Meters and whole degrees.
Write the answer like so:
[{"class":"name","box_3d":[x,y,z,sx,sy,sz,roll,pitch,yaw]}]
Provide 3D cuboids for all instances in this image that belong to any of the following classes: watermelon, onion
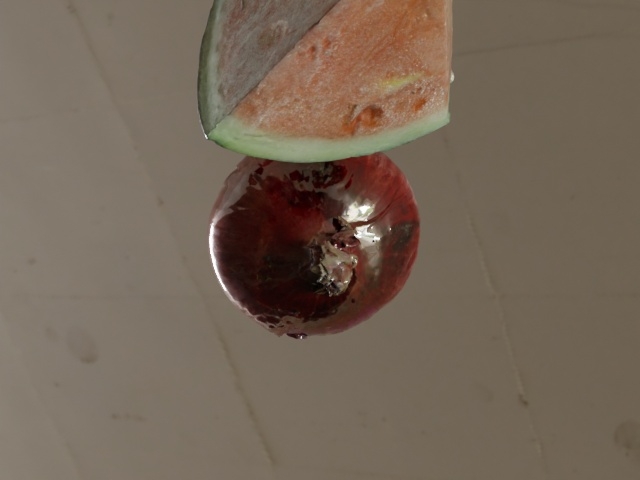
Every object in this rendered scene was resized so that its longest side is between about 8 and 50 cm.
[{"class":"watermelon","box_3d":[0.025,-0.191,1.112,0.283,0.292,0.250,14,-91,-12]},{"class":"onion","box_3d":[0.000,0.000,1.697,0.347,0.285,0.348,-4,-73,-12]}]
